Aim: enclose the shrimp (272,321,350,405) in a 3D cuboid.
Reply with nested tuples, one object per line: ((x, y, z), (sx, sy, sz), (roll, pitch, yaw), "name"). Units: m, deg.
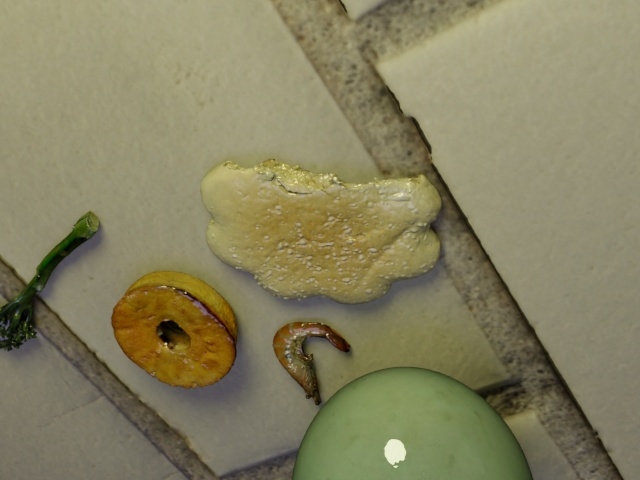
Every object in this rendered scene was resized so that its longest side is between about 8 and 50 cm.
((-0.005, 0.146, 1.028), (0.091, 0.025, 0.127), (-8, 123, 14), "shrimp")

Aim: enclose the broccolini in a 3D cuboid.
((-0.329, 0.057, 1.002), (0.071, 0.057, 0.254), (0, 149, -47), "broccolini")

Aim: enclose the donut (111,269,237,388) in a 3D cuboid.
((-0.163, 0.099, 0.999), (0.152, 0.058, 0.151), (5, 127, 7), "donut")

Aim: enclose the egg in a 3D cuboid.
((0.105, 0.313, 0.975), (0.276, 0.276, 0.388), (-5, 123, 14), "egg")

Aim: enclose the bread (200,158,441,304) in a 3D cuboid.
((0.000, 0.000, 0.905), (0.251, 0.039, 0.181), (5, 128, 6), "bread")
